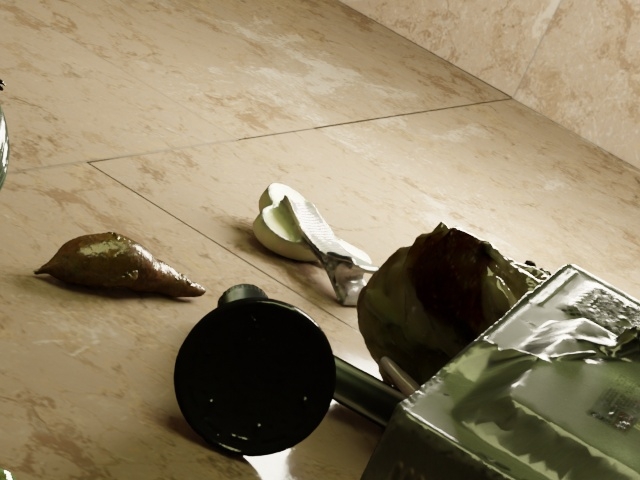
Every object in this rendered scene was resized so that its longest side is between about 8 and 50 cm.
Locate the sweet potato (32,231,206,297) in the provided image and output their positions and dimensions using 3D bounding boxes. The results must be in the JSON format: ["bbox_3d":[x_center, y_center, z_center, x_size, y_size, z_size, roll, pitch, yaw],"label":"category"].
[{"bbox_3d":[-0.208,0.026,2.128,0.226,0.068,0.068,10,23,-41],"label":"sweet potato"}]

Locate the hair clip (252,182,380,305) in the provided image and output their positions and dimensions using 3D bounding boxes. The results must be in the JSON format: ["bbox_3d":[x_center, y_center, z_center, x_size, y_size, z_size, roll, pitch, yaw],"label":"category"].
[{"bbox_3d":[0.001,0.002,2.468,0.159,0.071,0.218,11,28,-45],"label":"hair clip"}]

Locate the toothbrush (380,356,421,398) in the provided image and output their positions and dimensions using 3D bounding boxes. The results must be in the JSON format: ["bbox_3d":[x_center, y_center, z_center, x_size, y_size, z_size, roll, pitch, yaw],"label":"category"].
[{"bbox_3d":[0.167,0.229,1.961,0.307,0.029,0.025,48,11,12],"label":"toothbrush"}]

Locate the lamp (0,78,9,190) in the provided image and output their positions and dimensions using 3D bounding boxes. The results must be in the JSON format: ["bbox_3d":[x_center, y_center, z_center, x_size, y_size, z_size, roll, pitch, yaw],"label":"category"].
[{"bbox_3d":[-0.434,-0.103,1.945,0.265,0.233,0.233,16,15,14],"label":"lamp"}]

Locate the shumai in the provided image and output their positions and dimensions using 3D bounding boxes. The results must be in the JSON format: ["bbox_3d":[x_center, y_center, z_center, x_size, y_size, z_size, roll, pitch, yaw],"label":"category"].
[{"bbox_3d":[0.159,0.111,2.043,0.346,0.217,0.283,33,5,24],"label":"shumai"}]

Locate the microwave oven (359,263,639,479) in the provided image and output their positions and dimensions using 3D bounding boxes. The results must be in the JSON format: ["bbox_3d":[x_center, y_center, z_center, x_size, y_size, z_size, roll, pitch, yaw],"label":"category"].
[{"bbox_3d":[0.177,0.240,1.550,0.236,0.374,0.432,31,23,14],"label":"microwave oven"}]

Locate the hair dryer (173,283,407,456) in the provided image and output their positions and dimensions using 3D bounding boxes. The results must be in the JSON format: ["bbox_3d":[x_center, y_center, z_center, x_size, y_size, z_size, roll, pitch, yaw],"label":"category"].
[{"bbox_3d":[0.010,0.128,2.003,0.284,0.156,0.320,15,9,2],"label":"hair dryer"}]

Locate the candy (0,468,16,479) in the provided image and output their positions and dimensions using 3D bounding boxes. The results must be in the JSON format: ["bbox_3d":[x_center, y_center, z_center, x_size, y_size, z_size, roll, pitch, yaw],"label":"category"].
[{"bbox_3d":[-0.248,0.246,1.493,0.061,0.061,0.202,15,29,-29],"label":"candy"}]
